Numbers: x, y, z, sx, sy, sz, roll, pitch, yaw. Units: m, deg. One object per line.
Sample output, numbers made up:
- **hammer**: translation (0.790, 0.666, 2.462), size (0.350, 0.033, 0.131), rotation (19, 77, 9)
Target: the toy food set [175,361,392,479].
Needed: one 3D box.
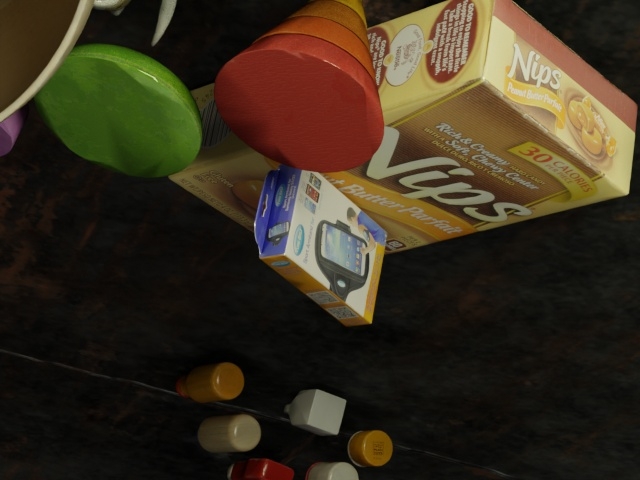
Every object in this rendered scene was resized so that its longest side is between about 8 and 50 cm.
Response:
- **toy food set**: translation (-0.047, 0.213, 2.083), size (0.232, 0.111, 0.104), rotation (22, 163, -26)

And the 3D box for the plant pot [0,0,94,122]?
- **plant pot**: translation (-0.256, -0.196, 1.189), size (0.284, 0.284, 0.191), rotation (7, -171, 5)

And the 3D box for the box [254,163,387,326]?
- **box**: translation (0.000, 0.000, 1.459), size (0.028, 0.081, 0.136), rotation (-7, 149, 33)

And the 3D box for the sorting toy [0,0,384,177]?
- **sorting toy**: translation (-0.107, -0.131, 1.402), size (0.365, 0.126, 0.127), rotation (0, 140, 28)

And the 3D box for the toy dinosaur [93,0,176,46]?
- **toy dinosaur**: translation (-0.011, -0.221, 1.217), size (0.313, 0.121, 0.160), rotation (-5, 163, 17)

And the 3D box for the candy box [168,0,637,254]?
- **candy box**: translation (0.059, -0.076, 1.480), size (0.316, 0.088, 0.183), rotation (-14, 146, 41)
